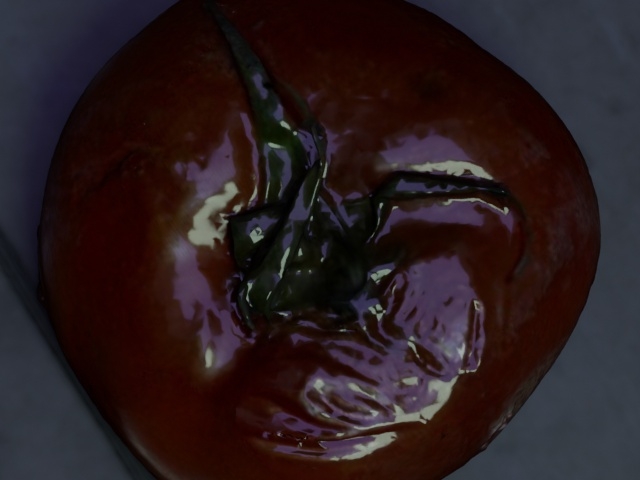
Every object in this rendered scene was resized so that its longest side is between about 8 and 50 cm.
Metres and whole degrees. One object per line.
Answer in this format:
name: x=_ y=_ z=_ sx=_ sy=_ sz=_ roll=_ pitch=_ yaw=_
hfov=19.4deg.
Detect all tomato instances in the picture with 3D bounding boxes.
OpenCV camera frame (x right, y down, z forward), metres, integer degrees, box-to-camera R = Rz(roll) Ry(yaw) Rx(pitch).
tomato: x=0.002 y=0.000 z=0.722 sx=0.228 sy=0.101 sz=0.228 roll=1 pitch=83 yaw=-6
